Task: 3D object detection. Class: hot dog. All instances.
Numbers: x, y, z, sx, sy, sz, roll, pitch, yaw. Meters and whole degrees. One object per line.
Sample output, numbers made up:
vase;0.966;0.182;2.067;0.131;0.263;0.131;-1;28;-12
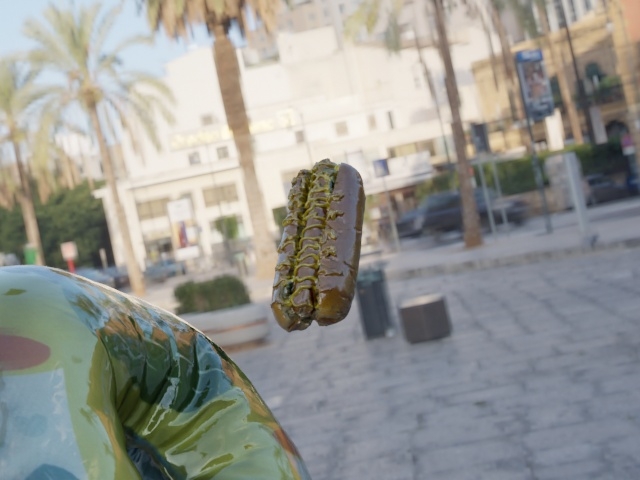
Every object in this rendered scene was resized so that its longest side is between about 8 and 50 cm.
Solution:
hot dog;0.000;0.000;0.862;0.071;0.165;0.045;-13;-41;27

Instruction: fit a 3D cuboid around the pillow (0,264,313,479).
pillow;-0.085;0.097;0.478;0.086;0.214;0.233;-46;-43;8
